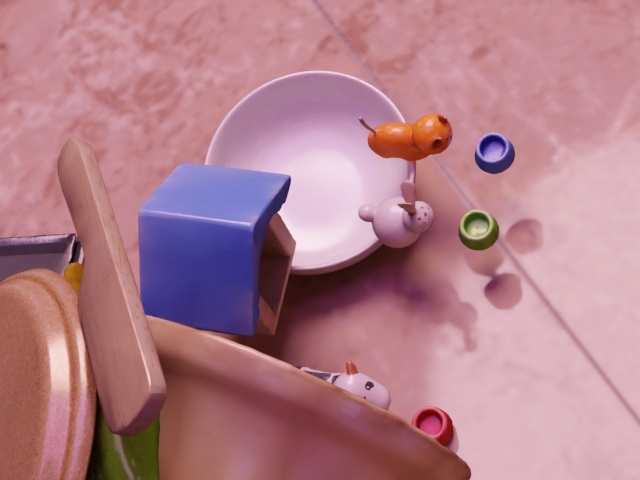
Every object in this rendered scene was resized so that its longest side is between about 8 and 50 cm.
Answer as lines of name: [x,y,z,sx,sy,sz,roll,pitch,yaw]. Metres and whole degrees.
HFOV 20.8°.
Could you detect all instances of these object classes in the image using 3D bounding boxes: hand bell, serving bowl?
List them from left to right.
hand bell: [-0.057,0.158,0.546,0.126,0.126,0.242,17,76,30]
serving bowl: [-0.002,-0.023,0.678,0.083,0.027,0.083,-4,69,10]

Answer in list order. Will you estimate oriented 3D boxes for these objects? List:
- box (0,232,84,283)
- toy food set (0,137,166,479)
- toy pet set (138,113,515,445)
box: [-0.195,0.087,0.664,0.220,0.051,0.175,-3,55,19]
toy food set: [-0.093,0.074,0.538,0.192,0.038,0.132,-53,38,28]
toy pet set: [0.000,0.000,0.617,0.114,0.065,0.122,8,71,15]
